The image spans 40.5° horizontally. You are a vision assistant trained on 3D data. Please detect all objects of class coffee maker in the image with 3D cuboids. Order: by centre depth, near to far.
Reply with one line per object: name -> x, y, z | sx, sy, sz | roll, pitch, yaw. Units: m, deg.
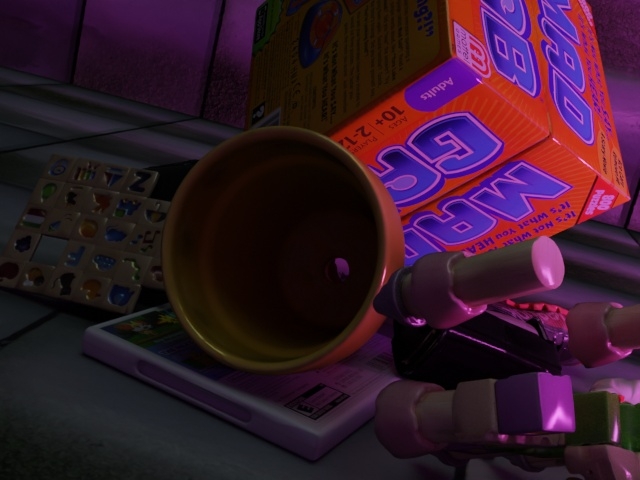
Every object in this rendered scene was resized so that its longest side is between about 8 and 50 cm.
coffee maker -> 0.187, 0.134, 1.021 | 0.178, 0.120, 0.171 | 22, 11, -22

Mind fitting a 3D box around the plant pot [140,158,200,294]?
plant pot -> -0.149, -0.027, 1.184 | 0.187, 0.167, 0.188 | -1, 9, 26

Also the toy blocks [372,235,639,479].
toy blocks -> 0.165, 0.185, 0.768 | 0.288, 0.309, 0.260 | 18, -25, -36

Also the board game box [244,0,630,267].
board game box -> 0.146, -0.198, 1.186 | 0.356, 0.357, 0.356 | 28, -41, -34

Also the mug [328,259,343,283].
mug -> -0.003, -0.003, 1.352 | 0.150, 0.169, 0.113 | 11, 13, -11

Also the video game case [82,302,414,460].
video game case -> -0.059, 0.135, 1.028 | 0.299, 0.036, 0.329 | 20, 16, 23

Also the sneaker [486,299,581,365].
sneaker -> 0.279, 0.139, 1.223 | 0.276, 0.098, 0.135 | 19, 27, -19

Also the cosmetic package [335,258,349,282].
cosmetic package -> 0.075, -0.003, 1.471 | 0.183, 0.151, 0.151 | 14, 14, 4

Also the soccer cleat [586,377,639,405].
soccer cleat -> 0.359, 0.209, 1.090 | 0.076, 0.068, 0.196 | 5, 4, 41

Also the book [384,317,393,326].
book -> 0.124, 0.109, 1.329 | 0.144, 0.035, 0.096 | 18, 10, 22

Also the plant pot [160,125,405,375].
plant pot -> -0.014, 0.022, 0.980 | 0.253, 0.254, 0.239 | 19, 0, 21

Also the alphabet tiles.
alphabet tiles -> -0.273, -0.010, 1.089 | 0.237, 0.198, 0.009 | 11, -27, 14
